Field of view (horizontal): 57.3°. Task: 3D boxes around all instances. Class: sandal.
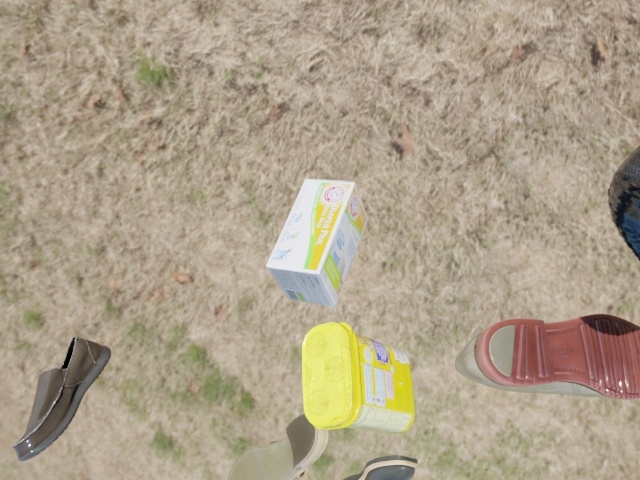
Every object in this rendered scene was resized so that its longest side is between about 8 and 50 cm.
[{"bbox_3d":[-0.044,0.330,0.860,0.079,0.088,0.240,17,132,-33],"label":"sandal"}]

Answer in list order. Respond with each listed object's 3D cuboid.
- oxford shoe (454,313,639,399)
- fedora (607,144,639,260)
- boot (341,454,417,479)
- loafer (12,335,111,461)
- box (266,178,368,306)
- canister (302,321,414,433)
[{"bbox_3d":[0.375,0.182,0.907,0.347,0.123,0.130,10,158,-14],"label":"oxford shoe"},{"bbox_3d":[0.398,-0.023,0.584,0.152,0.334,0.334,-36,112,11],"label":"fedora"},{"bbox_3d":[0.093,0.442,0.947,0.076,0.137,0.198,21,133,-17],"label":"boot"},{"bbox_3d":[-0.423,0.244,0.932,0.080,0.220,0.078,-33,114,35],"label":"loafer"},{"bbox_3d":[0.000,0.000,1.061,0.103,0.203,0.114,7,146,25],"label":"box"},{"bbox_3d":[0.055,0.188,0.772,0.073,0.126,0.170,-19,151,31],"label":"canister"}]
